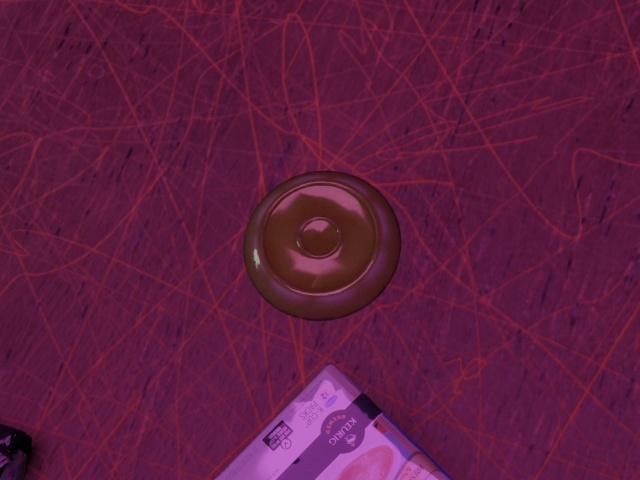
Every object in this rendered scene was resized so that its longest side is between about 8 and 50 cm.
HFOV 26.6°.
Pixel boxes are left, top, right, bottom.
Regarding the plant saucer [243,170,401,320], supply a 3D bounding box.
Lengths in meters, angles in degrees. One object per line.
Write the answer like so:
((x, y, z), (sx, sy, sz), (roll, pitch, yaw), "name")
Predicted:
((0.000, 0.000, 2.034), (0.241, 0.037, 0.241), (-2, 70, 6), "plant saucer")

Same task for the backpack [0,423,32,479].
((-0.496, 0.348, 1.932), (0.152, 0.115, 0.182), (11, 73, 23), "backpack")

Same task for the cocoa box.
((-0.015, 0.380, 1.796), (0.347, 0.231, 0.228), (-44, 72, -9), "cocoa box")
